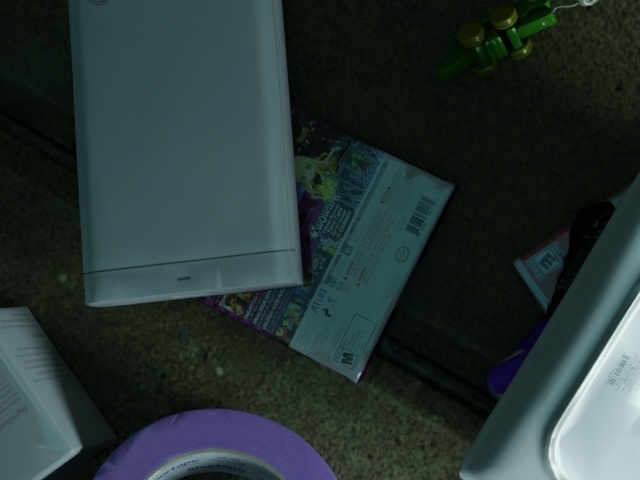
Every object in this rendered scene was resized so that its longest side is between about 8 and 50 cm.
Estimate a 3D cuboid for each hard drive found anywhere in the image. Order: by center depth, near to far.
[{"bbox_3d":[-0.145,-0.117,1.514,0.233,0.047,0.353,-7,82,16],"label":"hard drive"}]

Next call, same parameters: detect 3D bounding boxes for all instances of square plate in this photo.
[{"bbox_3d":[0.358,0.153,1.361,0.344,0.049,0.347,27,100,-18],"label":"square plate"}]

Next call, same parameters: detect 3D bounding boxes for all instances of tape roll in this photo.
[{"bbox_3d":[-0.106,0.311,1.447,0.274,0.090,0.275,2,69,-4],"label":"tape roll"}]

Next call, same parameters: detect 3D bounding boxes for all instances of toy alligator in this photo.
[{"bbox_3d":[0.199,-0.225,1.488,0.189,0.056,0.051,-29,43,7],"label":"toy alligator"}]

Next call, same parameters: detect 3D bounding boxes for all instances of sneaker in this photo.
[{"bbox_3d":[0.272,0.043,1.418,0.293,0.102,0.146,-31,84,0],"label":"sneaker"}]

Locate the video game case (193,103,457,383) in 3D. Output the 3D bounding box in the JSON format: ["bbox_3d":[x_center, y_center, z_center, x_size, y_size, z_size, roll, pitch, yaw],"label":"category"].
[{"bbox_3d":[0.000,0.000,1.514,0.210,0.042,0.232,26,92,10],"label":"video game case"}]

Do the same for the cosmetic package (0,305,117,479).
[{"bbox_3d":[-0.339,0.184,1.509,0.151,0.151,0.184,-37,82,7],"label":"cosmetic package"}]

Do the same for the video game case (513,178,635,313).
[{"bbox_3d":[0.369,0.027,1.463,0.285,0.025,0.204,-34,83,6],"label":"video game case"}]
